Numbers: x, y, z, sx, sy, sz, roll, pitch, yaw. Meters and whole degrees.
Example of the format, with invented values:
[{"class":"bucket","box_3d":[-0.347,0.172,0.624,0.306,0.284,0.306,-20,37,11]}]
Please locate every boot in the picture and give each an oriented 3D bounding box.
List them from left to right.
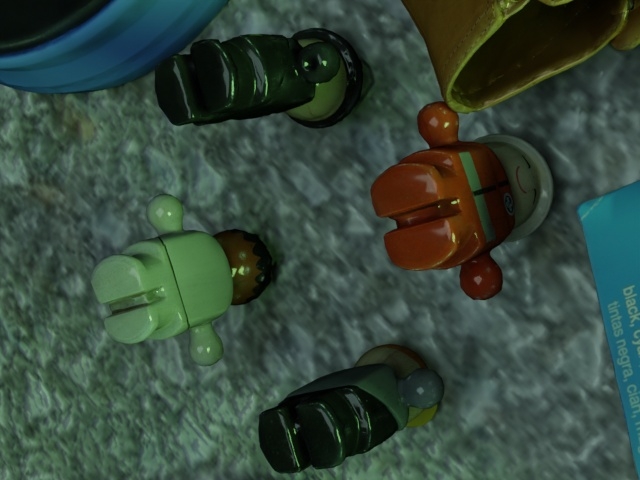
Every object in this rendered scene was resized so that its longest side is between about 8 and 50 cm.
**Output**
[{"class":"boot","box_3d":[0.139,-0.209,0.467,0.295,0.104,0.211,-43,50,36]}]

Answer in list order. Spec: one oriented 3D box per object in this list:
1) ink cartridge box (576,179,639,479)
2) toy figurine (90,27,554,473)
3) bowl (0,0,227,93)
[{"class":"ink cartridge box","box_3d":[0.251,0.045,0.382,0.232,0.171,0.168,-25,49,29]},{"class":"toy figurine","box_3d":[0.000,0.000,0.574,0.213,0.148,0.210,31,113,22]},{"class":"bowl","box_3d":[-0.195,-0.297,0.696,0.391,0.077,0.391,2,94,29]}]
